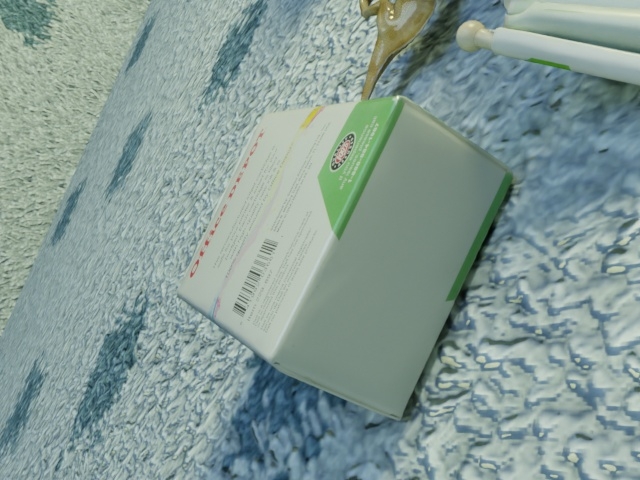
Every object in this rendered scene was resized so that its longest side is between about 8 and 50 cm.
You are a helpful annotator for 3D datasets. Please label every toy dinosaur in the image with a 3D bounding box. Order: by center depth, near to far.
[{"bbox_3d":[0.058,-0.163,0.603,0.183,0.053,0.092,-54,27,19],"label":"toy dinosaur"}]

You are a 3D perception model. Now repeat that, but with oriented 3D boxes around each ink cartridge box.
[{"bbox_3d":[0.000,0.000,0.505,0.154,0.093,0.212,-65,25,-5],"label":"ink cartridge box"}]

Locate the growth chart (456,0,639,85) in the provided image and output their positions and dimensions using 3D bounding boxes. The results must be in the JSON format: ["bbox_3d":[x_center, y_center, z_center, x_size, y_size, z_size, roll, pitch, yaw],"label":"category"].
[{"bbox_3d":[0.173,-0.171,0.338,0.172,0.021,0.237,33,102,40],"label":"growth chart"}]
